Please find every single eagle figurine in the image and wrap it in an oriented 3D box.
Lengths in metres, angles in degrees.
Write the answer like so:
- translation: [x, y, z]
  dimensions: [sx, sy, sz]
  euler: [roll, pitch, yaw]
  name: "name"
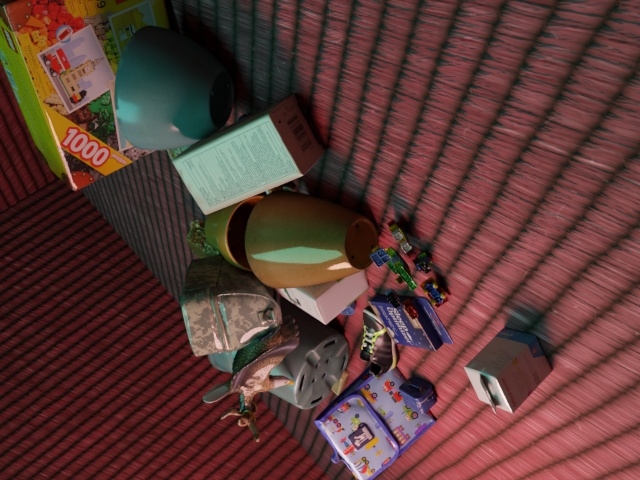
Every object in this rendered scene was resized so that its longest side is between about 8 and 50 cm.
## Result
- translation: [-0.168, 0.357, 1.942]
  dimensions: [0.226, 0.225, 0.299]
  euler: [21, 104, 35]
  name: "eagle figurine"

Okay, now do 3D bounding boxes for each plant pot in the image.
- translation: [-0.221, -0.027, 1.947]
  dimensions: [0.188, 0.205, 0.205]
  euler: [9, 133, 52]
  name: "plant pot"
- translation: [-0.319, -0.344, 1.654]
  dimensions: [0.195, 0.290, 0.290]
  euler: [11, 143, 16]
  name: "plant pot"
- translation: [-0.114, 0.329, 2.178]
  dimensions: [0.334, 0.341, 0.341]
  euler: [26, 147, 33]
  name: "plant pot"
- translation: [0.000, 0.000, 1.605]
  dimensions: [0.254, 0.237, 0.237]
  euler: [2, 127, 43]
  name: "plant pot"

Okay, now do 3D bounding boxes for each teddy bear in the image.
- translation: [-0.308, 0.034, 2.396]
  dimensions: [0.338, 0.113, 0.245]
  euler: [12, 143, 47]
  name: "teddy bear"

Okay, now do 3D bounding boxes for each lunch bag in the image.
- translation: [-0.232, 0.166, 1.948]
  dimensions: [0.305, 0.255, 0.213]
  euler: [-95, -7, -70]
  name: "lunch bag"
- translation: [0.135, 0.512, 1.966]
  dimensions: [0.221, 0.293, 0.138]
  euler: [53, 158, -1]
  name: "lunch bag"
- translation: [0.259, 0.407, 1.865]
  dimensions: [0.098, 0.067, 0.065]
  euler: [15, 138, 54]
  name: "lunch bag"

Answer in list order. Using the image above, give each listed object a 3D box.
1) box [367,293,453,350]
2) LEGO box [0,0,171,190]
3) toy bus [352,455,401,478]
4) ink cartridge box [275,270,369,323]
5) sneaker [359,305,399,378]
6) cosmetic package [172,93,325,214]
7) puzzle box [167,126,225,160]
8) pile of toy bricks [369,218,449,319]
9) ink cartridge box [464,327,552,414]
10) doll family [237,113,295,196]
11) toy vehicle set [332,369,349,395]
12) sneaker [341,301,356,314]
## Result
- translation: [0.211, 0.195, 1.686]
  dimensions: [0.136, 0.036, 0.225]
  euler: [58, 156, -12]
  name: "box"
- translation: [-0.559, -0.434, 1.736]
  dimensions: [0.193, 0.372, 0.500]
  euler: [37, 147, 34]
  name: "LEGO box"
- translation: [0.142, 0.594, 2.192]
  dimensions: [0.211, 0.220, 0.150]
  euler: [42, 154, 39]
  name: "toy bus"
- translation: [-0.009, 0.096, 1.804]
  dimensions: [0.219, 0.160, 0.093]
  euler: [27, 147, 48]
  name: "ink cartridge box"
- translation: [0.146, 0.279, 1.854]
  dimensions: [0.084, 0.097, 0.235]
  euler: [27, 146, 46]
  name: "sneaker"
- translation: [-0.159, -0.185, 1.546]
  dimensions: [0.296, 0.129, 0.153]
  euler: [-17, 112, 34]
  name: "cosmetic package"
- translation: [-0.356, -0.273, 2.069]
  dimensions: [0.409, 0.052, 0.272]
  euler: [35, 152, 37]
  name: "puzzle box"
- translation: [0.174, 0.058, 1.489]
  dimensions: [0.212, 0.118, 0.105]
  euler: [51, -168, -21]
  name: "pile of toy bricks"
- translation: [0.353, 0.252, 1.349]
  dimensions: [0.090, 0.143, 0.092]
  euler: [10, 133, 59]
  name: "ink cartridge box"
- translation: [-0.150, -0.173, 1.727]
  dimensions: [0.163, 0.118, 0.263]
  euler: [32, 150, 41]
  name: "doll family"
- translation: [-0.011, 0.403, 2.428]
  dimensions: [0.267, 0.035, 0.166]
  euler: [45, 157, 19]
  name: "toy vehicle set"
- translation: [0.003, 0.121, 1.939]
  dimensions: [0.232, 0.090, 0.081]
  euler: [25, 151, 9]
  name: "sneaker"
